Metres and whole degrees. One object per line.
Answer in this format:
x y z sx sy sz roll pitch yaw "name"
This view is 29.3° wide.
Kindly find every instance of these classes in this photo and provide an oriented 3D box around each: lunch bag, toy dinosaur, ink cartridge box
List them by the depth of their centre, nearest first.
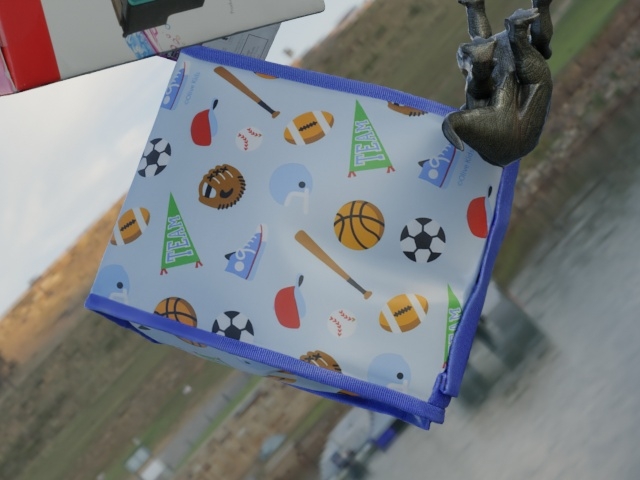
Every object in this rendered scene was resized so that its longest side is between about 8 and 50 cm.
-0.131 -0.124 0.626 0.231 0.078 0.134 -22 15 -33 "ink cartridge box"
0.180 -0.143 1.163 0.121 0.160 0.313 -9 31 11 "toy dinosaur"
0.000 0.000 1.325 0.239 0.385 0.328 40 -115 -67 "lunch bag"

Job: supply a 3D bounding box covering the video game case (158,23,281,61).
-0.131 -0.308 1.402 0.042 0.210 0.232 -105 35 -51 "video game case"
